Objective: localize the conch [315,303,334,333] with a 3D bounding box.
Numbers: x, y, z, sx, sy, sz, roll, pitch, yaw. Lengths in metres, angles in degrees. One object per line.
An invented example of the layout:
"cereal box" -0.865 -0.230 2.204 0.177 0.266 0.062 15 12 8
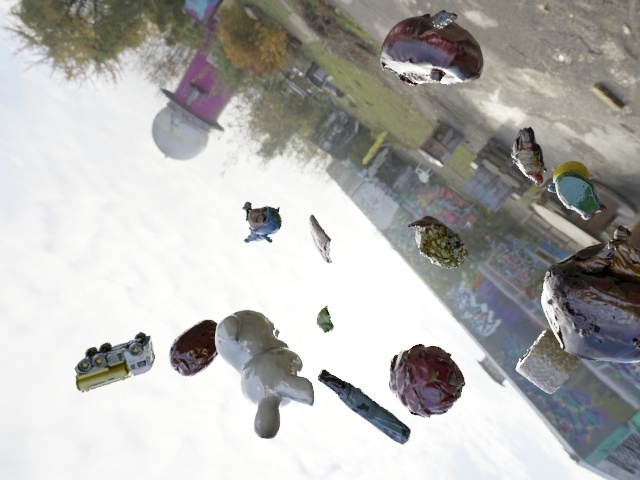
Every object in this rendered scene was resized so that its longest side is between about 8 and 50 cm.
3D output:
"conch" 0.023 0.281 1.552 0.074 0.089 0.121 17 -129 -10

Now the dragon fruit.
"dragon fruit" 0.454 0.607 1.872 0.329 0.329 0.329 35 -168 -9

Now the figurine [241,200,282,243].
"figurine" -0.215 -0.056 1.451 0.144 0.178 0.114 32 -132 -19

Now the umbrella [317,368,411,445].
"umbrella" 0.099 0.380 0.992 0.250 0.052 0.053 35 161 5

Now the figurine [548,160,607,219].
"figurine" 0.849 -0.171 1.411 0.185 0.127 0.234 45 -154 10

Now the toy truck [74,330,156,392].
"toy truck" -0.602 0.360 1.262 0.098 0.226 0.114 -139 34 -72

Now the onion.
"onion" 0.301 -0.511 1.128 0.271 0.195 0.272 12 -169 -2

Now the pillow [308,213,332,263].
"pillow" 0.000 0.000 1.524 0.126 0.043 0.233 60 172 22

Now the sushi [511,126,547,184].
"sushi" 0.787 -0.315 1.635 0.103 0.097 0.226 -53 -58 -77

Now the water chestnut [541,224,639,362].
"water chestnut" 0.722 0.118 1.039 0.334 0.348 0.335 -6 -159 2

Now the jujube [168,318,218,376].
"jujube" -0.511 0.445 1.783 0.183 0.243 0.184 31 148 22

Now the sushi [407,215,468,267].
"sushi" 0.493 0.011 1.791 0.297 0.166 0.179 58 -169 -20

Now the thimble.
"thimble" 0.804 0.429 1.515 0.148 0.196 0.229 39 156 27

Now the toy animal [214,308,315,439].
"toy animal" -0.163 0.359 1.200 0.368 0.196 0.241 47 176 36

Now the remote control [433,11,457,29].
"remote control" 0.195 -0.348 0.675 0.016 0.034 0.091 60 -150 -11
